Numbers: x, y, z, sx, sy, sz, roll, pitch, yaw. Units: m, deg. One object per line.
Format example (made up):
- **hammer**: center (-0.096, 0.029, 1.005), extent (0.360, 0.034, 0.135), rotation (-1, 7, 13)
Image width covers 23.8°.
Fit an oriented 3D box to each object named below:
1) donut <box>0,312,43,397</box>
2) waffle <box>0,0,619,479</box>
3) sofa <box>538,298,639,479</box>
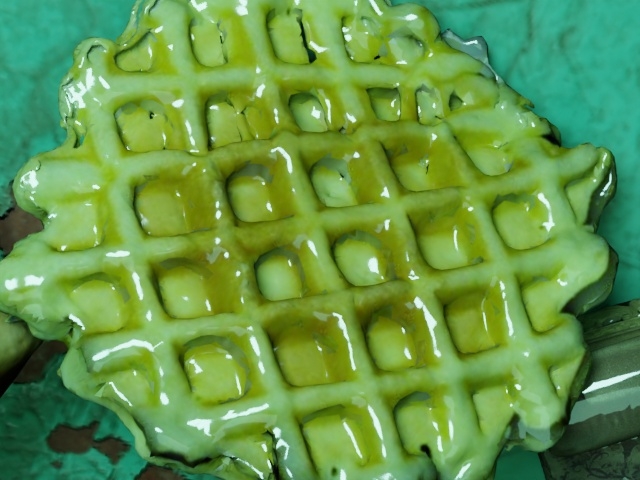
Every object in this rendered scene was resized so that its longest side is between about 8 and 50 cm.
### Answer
- **donut**: center (-0.309, 0.094, 0.789), extent (0.330, 0.330, 0.160), rotation (-35, 99, 14)
- **waffle**: center (0.000, 0.000, 0.790), extent (0.317, 0.073, 0.297), rotation (31, 67, -3)
- **sofa**: center (0.230, 0.153, 0.879), extent (0.200, 0.182, 0.258), rotation (-17, 114, 7)
